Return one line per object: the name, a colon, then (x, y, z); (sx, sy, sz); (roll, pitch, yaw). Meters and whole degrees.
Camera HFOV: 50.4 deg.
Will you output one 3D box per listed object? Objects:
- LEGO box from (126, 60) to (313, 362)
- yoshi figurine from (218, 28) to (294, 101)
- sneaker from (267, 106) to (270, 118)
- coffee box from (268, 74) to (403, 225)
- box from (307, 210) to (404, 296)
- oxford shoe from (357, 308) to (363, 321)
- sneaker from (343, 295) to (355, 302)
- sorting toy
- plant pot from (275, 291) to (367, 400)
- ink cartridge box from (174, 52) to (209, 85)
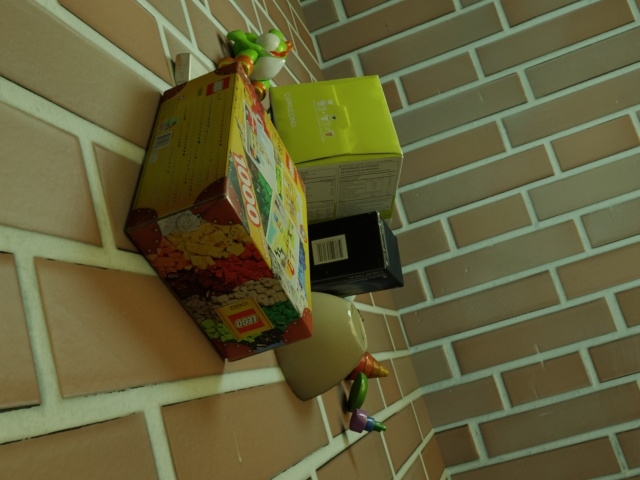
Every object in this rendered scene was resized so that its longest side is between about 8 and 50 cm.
LEGO box: (-0.179, -0.072, 1.395); (0.500, 0.193, 0.372); (-95, 161, -49)
yoshi figurine: (-0.222, -0.553, 2.125); (0.203, 0.203, 0.362); (29, 39, -6)
sneaker: (-0.093, -0.377, 2.388); (0.086, 0.132, 0.228); (-58, 128, -75)
coffee box: (0.033, -0.250, 2.044); (0.334, 0.338, 0.337); (92, -11, -55)
box: (0.076, 0.060, 2.045); (0.294, 0.296, 0.182); (37, 43, -68)
oxford shoe: (0.095, 0.277, 2.325); (0.227, 0.096, 0.082); (-64, 135, -71)
sneaker: (0.026, 0.066, 2.323); (0.208, 0.127, 0.318); (17, 63, -58)
sorting toy: (0.160, 0.474, 2.125); (0.365, 0.126, 0.127); (-85, -165, -64)
plant pot: (0.012, 0.250, 1.763); (0.284, 0.191, 0.284); (-19, 90, -79)
ink cartridge box: (-0.307, -0.342, 1.654); (0.145, 0.045, 0.179); (38, 53, -70)
